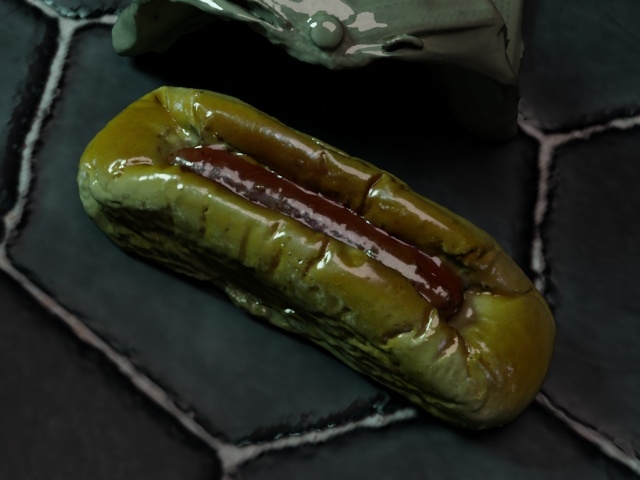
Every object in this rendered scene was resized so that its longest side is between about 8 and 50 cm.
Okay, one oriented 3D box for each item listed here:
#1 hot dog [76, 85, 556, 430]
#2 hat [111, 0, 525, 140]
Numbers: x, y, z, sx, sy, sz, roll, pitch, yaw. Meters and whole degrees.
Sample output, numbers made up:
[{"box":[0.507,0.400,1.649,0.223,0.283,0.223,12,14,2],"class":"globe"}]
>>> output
[{"box":[0.000,0.000,0.860,0.242,0.073,0.084,29,61,10],"class":"hot dog"},{"box":[0.014,-0.163,0.940,0.214,0.149,0.245,11,66,-4],"class":"hat"}]
